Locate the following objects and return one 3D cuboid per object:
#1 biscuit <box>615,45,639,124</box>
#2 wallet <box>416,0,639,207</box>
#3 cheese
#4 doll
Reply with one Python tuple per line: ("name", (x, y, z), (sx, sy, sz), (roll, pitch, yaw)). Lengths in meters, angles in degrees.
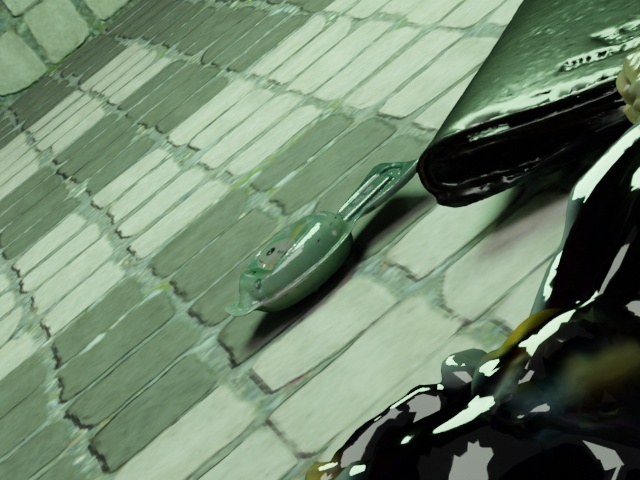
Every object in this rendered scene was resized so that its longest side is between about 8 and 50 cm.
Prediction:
("biscuit", (0.186, -0.076, 0.670), (0.168, 0.070, 0.082), (-35, 24, 5))
("wallet", (0.160, -0.127, 0.918), (0.172, 0.045, 0.318), (-23, 19, 33))
("cheese", (0.000, 0.000, 0.954), (0.121, 0.026, 0.067), (-42, 16, -16))
("doll", (0.100, 0.023, 0.492), (0.316, 0.103, 0.145), (-38, 2, -17))
